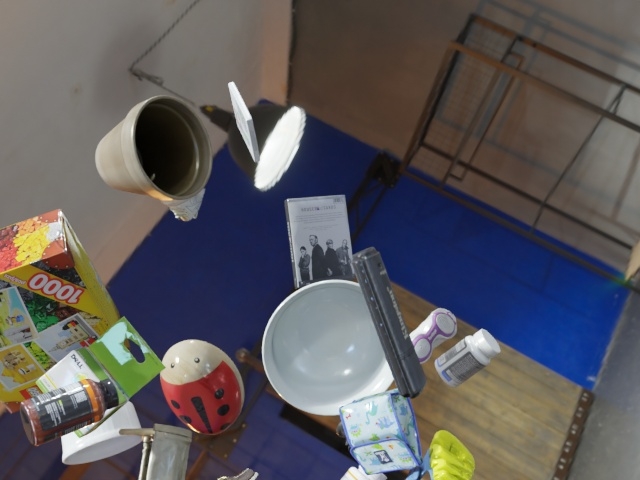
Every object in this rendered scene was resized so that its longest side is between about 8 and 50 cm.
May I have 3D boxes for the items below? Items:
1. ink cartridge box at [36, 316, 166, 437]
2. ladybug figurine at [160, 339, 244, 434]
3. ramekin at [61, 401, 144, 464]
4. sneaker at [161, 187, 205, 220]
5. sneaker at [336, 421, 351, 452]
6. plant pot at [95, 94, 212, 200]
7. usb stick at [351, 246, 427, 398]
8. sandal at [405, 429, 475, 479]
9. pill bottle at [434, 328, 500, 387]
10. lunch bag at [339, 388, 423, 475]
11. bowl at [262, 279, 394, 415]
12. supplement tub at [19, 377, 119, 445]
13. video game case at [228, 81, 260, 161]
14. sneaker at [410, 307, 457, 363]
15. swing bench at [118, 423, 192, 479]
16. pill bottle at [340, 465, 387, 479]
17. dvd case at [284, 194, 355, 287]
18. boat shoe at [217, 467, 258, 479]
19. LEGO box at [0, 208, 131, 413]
[{"bbox_3d":[-0.566,0.348,1.684,0.255,0.189,0.097,-41,-4,0],"label":"ink cartridge box"},{"bbox_3d":[-0.452,0.588,2.494,0.162,0.305,0.450,-97,-11,-60],"label":"ladybug figurine"},{"bbox_3d":[-0.762,0.662,2.255,0.277,0.135,0.277,-19,-23,-8],"label":"ramekin"},{"bbox_3d":[-0.472,-0.130,2.259,0.297,0.110,0.129,-12,-73,-79],"label":"sneaker"},{"bbox_3d":[0.084,0.508,1.670,0.170,0.051,0.089,-34,22,47],"label":"sneaker"},{"bbox_3d":[-0.553,-0.271,2.072,0.323,0.280,0.323,13,-107,-52],"label":"plant pot"},{"bbox_3d":[0.126,0.148,1.176,0.045,0.278,0.077,-20,1,35],"label":"usb stick"},{"bbox_3d":[0.213,0.498,1.216,0.138,0.126,0.317,-52,-5,22],"label":"sandal"},{"bbox_3d":[0.335,0.267,1.479,0.137,0.078,0.078,-42,-2,22],"label":"pill bottle"},{"bbox_3d":[0.123,0.384,1.292,0.128,0.151,0.096,-22,-9,31],"label":"lunch bag"},{"bbox_3d":[0.022,0.209,1.390,0.298,0.297,0.134,-63,11,10],"label":"bowl"},{"bbox_3d":[-0.561,0.378,1.466,0.197,0.106,0.106,-15,-39,-36],"label":"supplement tub"},{"bbox_3d":[-0.193,-0.300,1.647,0.019,0.157,0.143,-19,-37,-10],"label":"video game case"},{"bbox_3d":[0.357,0.333,2.260,0.305,0.114,0.152,-30,-2,-39],"label":"sneaker"},{"bbox_3d":[-0.473,0.671,1.857,0.254,0.165,0.253,-22,55,47],"label":"swing bench"},{"bbox_3d":[0.094,0.744,1.883,0.215,0.117,0.117,-48,-12,-10],"label":"pill bottle"},{"bbox_3d":[0.000,0.000,1.770,0.029,0.179,0.239,-11,86,64],"label":"dvd case"},{"bbox_3d":[-0.314,0.815,2.084,0.117,0.096,0.324,-58,-14,25],"label":"boat shoe"},{"bbox_3d":[-0.788,0.204,1.788,0.372,0.193,0.500,-21,-45,-9],"label":"LEGO box"}]
